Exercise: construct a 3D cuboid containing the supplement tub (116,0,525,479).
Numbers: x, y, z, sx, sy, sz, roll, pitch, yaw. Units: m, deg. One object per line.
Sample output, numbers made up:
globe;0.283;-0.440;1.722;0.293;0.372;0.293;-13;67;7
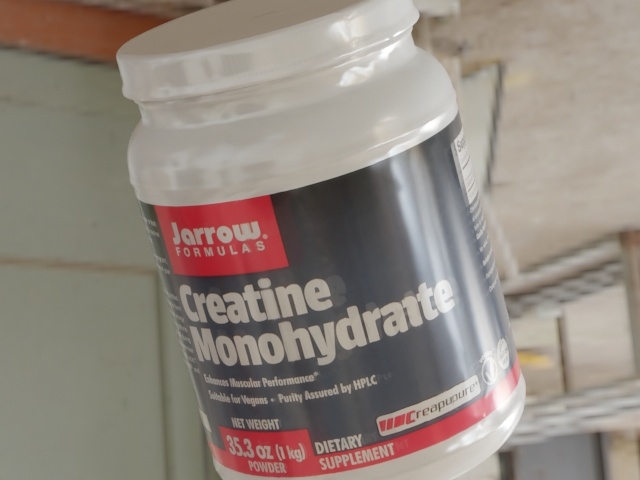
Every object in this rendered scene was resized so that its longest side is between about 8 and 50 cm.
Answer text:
supplement tub;0.000;0.000;1.031;0.191;0.272;0.191;-14;-165;4
